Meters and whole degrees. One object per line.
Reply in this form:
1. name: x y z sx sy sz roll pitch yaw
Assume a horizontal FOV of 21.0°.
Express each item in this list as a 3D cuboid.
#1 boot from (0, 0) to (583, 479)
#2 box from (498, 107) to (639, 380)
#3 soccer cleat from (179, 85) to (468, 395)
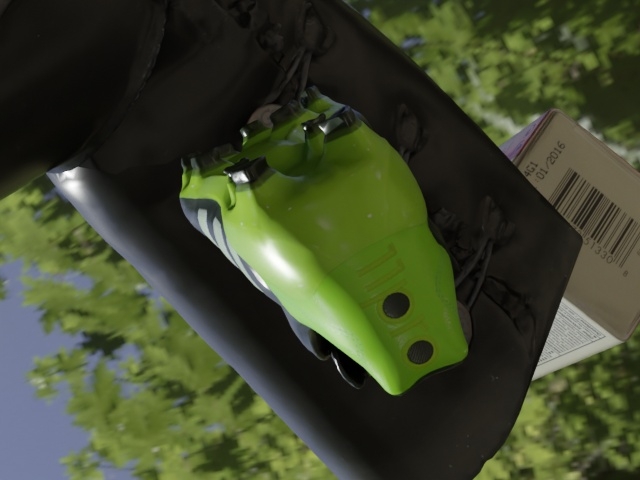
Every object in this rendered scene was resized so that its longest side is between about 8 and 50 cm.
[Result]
1. boot: -0.079 0.016 0.899 0.367 0.146 0.445 -53 -51 -12
2. box: 0.161 0.016 1.377 0.149 0.232 0.127 38 -114 -7
3. soccer cleat: 0.000 0.000 0.474 0.060 0.179 0.072 -29 -80 -2
